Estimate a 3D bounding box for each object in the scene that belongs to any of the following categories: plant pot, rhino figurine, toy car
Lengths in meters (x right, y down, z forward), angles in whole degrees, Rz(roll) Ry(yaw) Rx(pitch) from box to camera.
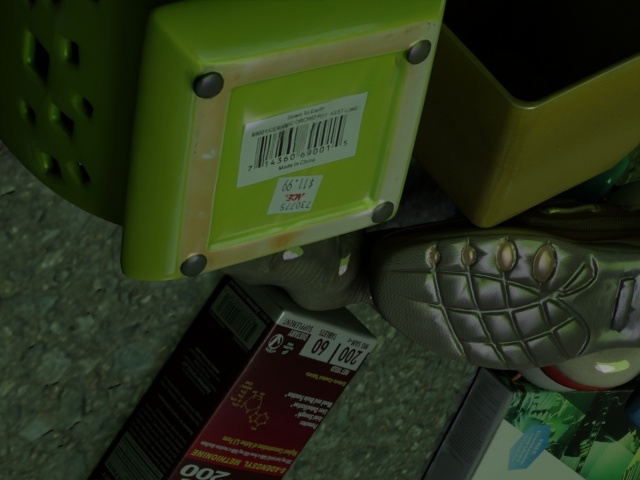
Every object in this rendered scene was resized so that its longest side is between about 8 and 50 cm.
[{"bbox_3d":[-0.057,-0.116,1.028,0.228,0.207,0.227,-15,137,-28],"label":"plant pot"},{"bbox_3d":[0.000,0.000,1.290,0.243,0.073,0.106,25,86,-47],"label":"rhino figurine"},{"bbox_3d":[0.147,-0.138,1.234,0.212,0.212,0.187,-26,149,-24],"label":"plant pot"},{"bbox_3d":[0.246,0.059,1.529,0.210,0.219,0.238,-47,180,-21],"label":"toy car"}]

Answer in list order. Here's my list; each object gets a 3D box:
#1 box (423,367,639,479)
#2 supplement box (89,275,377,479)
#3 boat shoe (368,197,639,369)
[{"bbox_3d":[0.239,0.234,1.736,0.322,0.058,0.232,2,121,-44],"label":"box"},{"bbox_3d":[-0.074,0.145,1.362,0.130,0.073,0.239,20,108,-49],"label":"supplement box"},{"bbox_3d":[0.182,0.026,1.336,0.324,0.116,0.123,4,116,-22],"label":"boat shoe"}]
